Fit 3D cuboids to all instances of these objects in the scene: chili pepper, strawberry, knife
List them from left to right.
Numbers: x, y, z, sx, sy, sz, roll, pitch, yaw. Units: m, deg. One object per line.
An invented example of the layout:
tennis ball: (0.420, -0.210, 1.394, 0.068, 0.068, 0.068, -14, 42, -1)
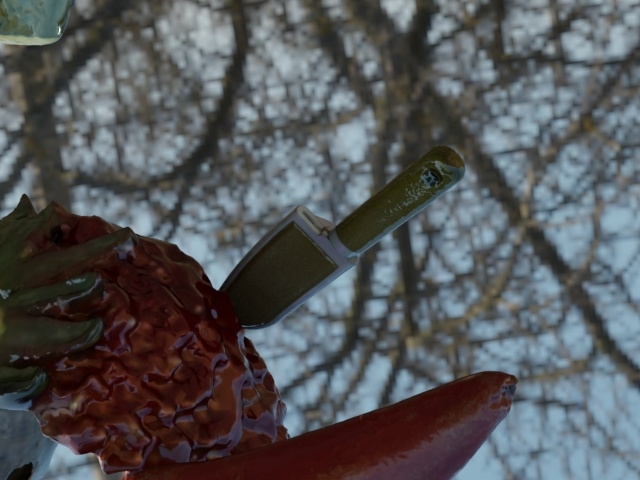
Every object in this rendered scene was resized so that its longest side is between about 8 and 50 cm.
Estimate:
strawberry: (-0.096, 0.085, 1.021, 0.233, 0.306, 0.138, 28, -101, 48)
chili pepper: (-0.026, 0.125, 0.813, 0.272, 0.071, 0.063, -20, -162, 20)
knife: (0.001, -0.001, 0.948, 0.022, 0.046, 0.256, -51, -171, -37)

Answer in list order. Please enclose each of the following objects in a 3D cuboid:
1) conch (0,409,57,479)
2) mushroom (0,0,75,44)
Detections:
conch: (-0.285, 0.132, 1.277, 0.324, 0.186, 0.263, -19, 174, 16)
mushroom: (-0.137, -0.261, 0.788, 0.087, 0.333, 0.107, 3, 178, -1)
